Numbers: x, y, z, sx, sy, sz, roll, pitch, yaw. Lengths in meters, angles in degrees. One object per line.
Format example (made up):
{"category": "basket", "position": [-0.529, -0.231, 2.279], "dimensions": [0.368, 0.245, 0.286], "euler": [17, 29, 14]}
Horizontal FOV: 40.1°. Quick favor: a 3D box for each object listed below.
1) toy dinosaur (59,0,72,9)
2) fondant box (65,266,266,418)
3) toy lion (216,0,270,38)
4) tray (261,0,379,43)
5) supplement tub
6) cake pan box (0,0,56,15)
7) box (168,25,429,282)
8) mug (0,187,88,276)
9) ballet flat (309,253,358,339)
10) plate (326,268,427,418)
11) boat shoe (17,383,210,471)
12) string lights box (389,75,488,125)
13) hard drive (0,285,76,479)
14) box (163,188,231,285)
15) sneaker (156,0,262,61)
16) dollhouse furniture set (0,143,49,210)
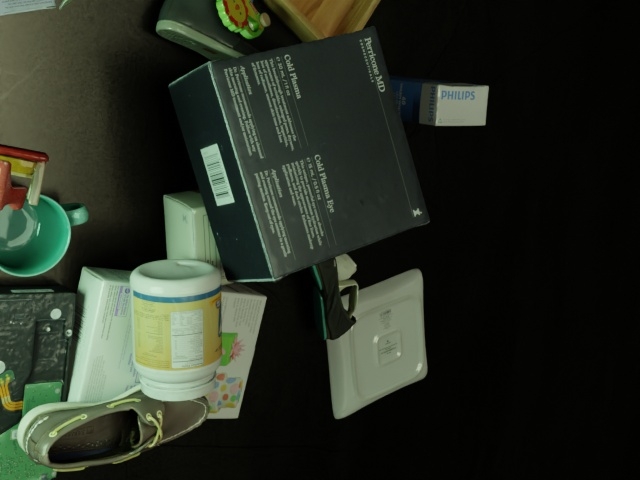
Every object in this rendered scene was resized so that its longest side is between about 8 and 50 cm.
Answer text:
{"category": "toy dinosaur", "position": [-0.344, -0.492, 1.305], "dimensions": [0.160, 0.121, 0.313], "euler": [29, 87, -28]}
{"category": "fondant box", "position": [-0.274, 0.186, 1.544], "dimensions": [0.330, 0.096, 0.238], "euler": [9, 97, -39]}
{"category": "toy lion", "position": [-0.133, -0.377, 1.457], "dimensions": [0.100, 0.034, 0.096], "euler": [57, 38, -30]}
{"category": "tray", "position": [0.061, -0.557, 1.617], "dimensions": [0.203, 0.076, 0.411], "euler": [39, 77, -38]}
{"category": "supplement tub", "position": [-0.230, 0.141, 1.410], "dimensions": [0.144, 0.144, 0.199], "euler": [-10, 109, -36]}
{"category": "cake pan box", "position": [-0.516, -0.424, 1.200], "dimensions": [0.267, 0.070, 0.245], "euler": [-21, 112, -33]}
{"category": "box", "position": [-0.032, -0.138, 1.432], "dimensions": [0.313, 0.179, 0.343], "euler": [-19, 96, -29]}
{"category": "mug", "position": [-0.451, -0.015, 1.345], "dimensions": [0.158, 0.097, 0.129], "euler": [18, 90, -41]}
{"category": "ballet flat", "position": [0.021, 0.077, 1.714], "dimensions": [0.096, 0.095, 0.280], "euler": [-21, 134, -12]}
{"category": "plate", "position": [0.136, 0.227, 1.914], "dimensions": [0.277, 0.045, 0.278], "euler": [-18, 112, -33]}
{"category": "boat shoe", "position": [-0.314, 0.302, 1.421], "dimensions": [0.324, 0.097, 0.116], "euler": [-2, 105, -38]}
{"category": "string lights box", "position": [0.176, -0.269, 1.666], "dimensions": [0.133, 0.260, 0.076], "euler": [-6, 106, -37]}
{"category": "hard drive", "position": [-0.522, 0.240, 1.383], "dimensions": [0.237, 0.064, 0.338], "euler": [0, 102, -38]}
{"category": "box", "position": [-0.146, -0.017, 1.555], "dimensions": [0.232, 0.127, 0.148], "euler": [-11, 111, -30]}
{"category": "sneaker", "position": [-0.166, -0.369, 1.484], "dimensions": [0.222, 0.083, 0.118], "euler": [18, 83, -45]}
{"category": "dollhouse furniture set", "position": [-0.534, -0.142, 1.116], "dimensions": [0.374, 0.201, 0.152], "euler": [9, 98, -22]}
